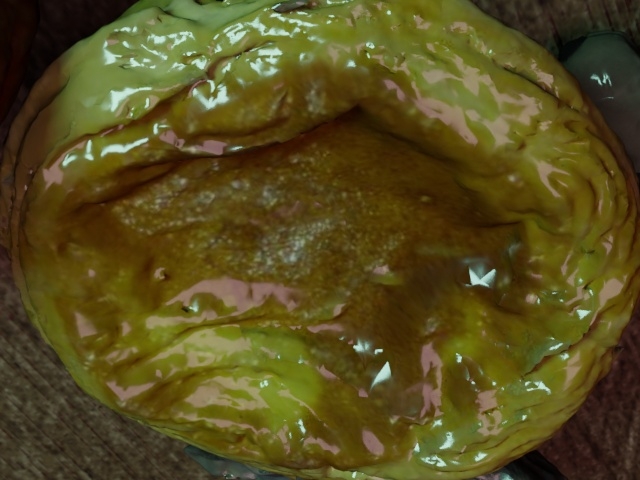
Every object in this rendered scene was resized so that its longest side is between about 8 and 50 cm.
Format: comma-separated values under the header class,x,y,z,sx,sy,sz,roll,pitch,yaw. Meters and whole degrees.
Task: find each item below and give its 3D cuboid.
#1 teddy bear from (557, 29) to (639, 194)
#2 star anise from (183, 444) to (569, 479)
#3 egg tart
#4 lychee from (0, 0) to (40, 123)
class,x,y,z,sx,sy,sz,roll,pitch,yaw
teddy bear,0.212,-0.062,0.538,0.251,0.171,0.144,-18,103,7
star anise,0.061,0.154,0.669,0.257,0.110,0.198,36,109,-21
egg tart,0.000,0.000,0.517,0.352,0.150,0.352,4,127,5
lychee,-0.268,-0.079,0.386,0.300,0.255,0.255,-17,124,-19
